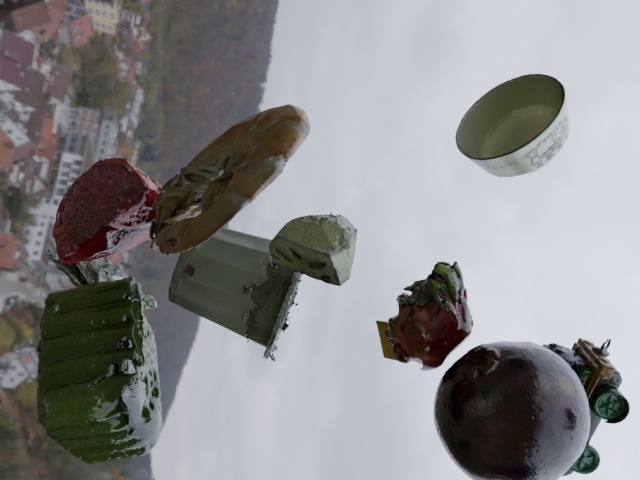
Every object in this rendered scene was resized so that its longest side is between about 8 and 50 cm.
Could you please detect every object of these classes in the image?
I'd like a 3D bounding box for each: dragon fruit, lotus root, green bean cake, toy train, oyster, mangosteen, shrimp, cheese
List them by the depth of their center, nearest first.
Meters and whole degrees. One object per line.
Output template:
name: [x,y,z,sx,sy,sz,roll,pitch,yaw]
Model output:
shrimp: [-0.095,-0.034,0.507,0.236,0.053,0.133,-28,-138,36]
lotus root: [-0.002,-0.003,0.977,0.144,0.143,0.070,-54,146,-47]
mangosteen: [0.402,0.375,1.197,0.306,0.359,0.306,-34,-167,9]
dragon fruit: [-0.403,-0.063,1.204,0.262,0.211,0.134,-34,-114,16]
green bean cake: [-0.453,0.278,1.273,0.319,0.218,0.335,87,-7,-56]
dragon fruit: [0.238,0.165,1.330,0.198,0.200,0.269,-84,158,-54]
toy train: [0.589,0.420,1.484,0.178,0.249,0.429,-67,177,-76]
oyster: [-0.631,0.112,1.700,0.158,0.351,0.162,-57,178,25]
cheese: [0.275,0.286,1.818,0.093,0.171,0.126,0,-76,60]

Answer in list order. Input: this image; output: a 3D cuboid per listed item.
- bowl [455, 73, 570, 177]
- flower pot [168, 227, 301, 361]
bowl: [0.420,-0.226,1.244,0.238,0.126,0.237,-28,-141,26]
flower pot: [-0.173,0.090,1.256,0.290,0.259,0.290,-160,-90,-86]
